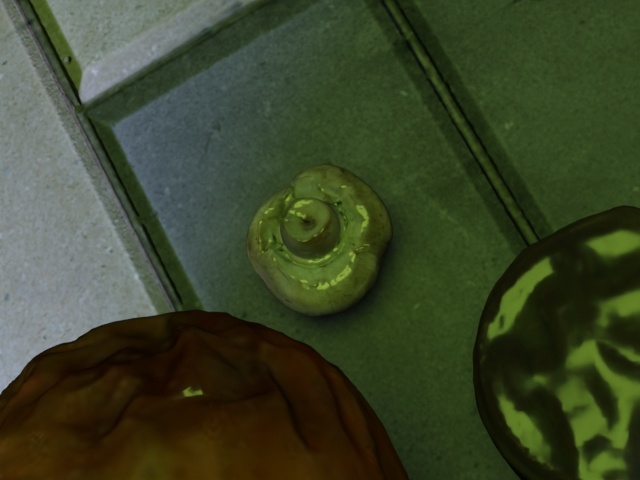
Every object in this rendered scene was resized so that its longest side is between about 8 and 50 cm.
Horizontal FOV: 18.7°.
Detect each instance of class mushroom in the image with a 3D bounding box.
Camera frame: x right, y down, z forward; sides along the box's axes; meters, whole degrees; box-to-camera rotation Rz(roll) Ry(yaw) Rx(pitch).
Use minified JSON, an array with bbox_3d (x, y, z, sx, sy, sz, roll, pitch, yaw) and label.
[{"bbox_3d":[0.000,0.000,1.850,0.148,0.112,0.148,-6,63,11],"label":"mushroom"}]

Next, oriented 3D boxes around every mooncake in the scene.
[{"bbox_3d":[0.278,0.116,1.716,0.284,0.155,0.284,-4,73,15],"label":"mooncake"}]

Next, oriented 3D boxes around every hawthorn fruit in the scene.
[{"bbox_3d":[-0.118,0.283,1.606,0.472,0.472,0.471,-5,72,14],"label":"hawthorn fruit"}]
